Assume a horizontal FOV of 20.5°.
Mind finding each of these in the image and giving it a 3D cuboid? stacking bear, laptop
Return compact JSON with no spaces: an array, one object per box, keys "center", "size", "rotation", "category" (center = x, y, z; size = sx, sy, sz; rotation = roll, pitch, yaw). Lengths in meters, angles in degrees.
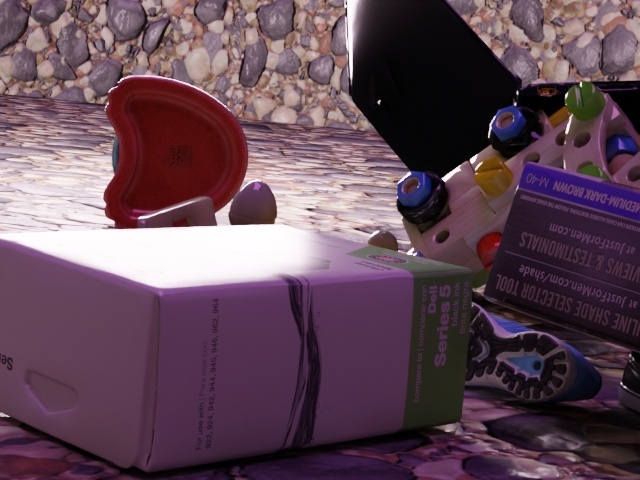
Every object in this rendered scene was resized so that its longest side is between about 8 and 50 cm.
[{"center":[-0.180,-0.098,2.110],"size":[0.164,0.175,0.289],"rotation":[2,1,-9],"category":"stacking bear"},{"center":[0.231,-0.144,1.748],"size":[0.408,0.236,0.382],"rotation":[-2,-26,1],"category":"laptop"}]

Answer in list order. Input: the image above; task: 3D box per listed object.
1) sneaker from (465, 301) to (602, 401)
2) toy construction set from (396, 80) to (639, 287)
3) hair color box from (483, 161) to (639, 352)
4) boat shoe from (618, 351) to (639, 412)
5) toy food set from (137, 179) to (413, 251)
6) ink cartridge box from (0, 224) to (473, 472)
[{"center":[0.148,0.094,1.344],"size":[0.073,0.063,0.162],"rotation":[21,1,-37],"category":"sneaker"},{"center":[0.164,-0.011,1.483],"size":[0.327,0.151,0.215],"rotation":[-24,42,3],"category":"toy construction set"},{"center":[0.295,0.045,1.256],"size":[0.185,0.110,0.339],"rotation":[19,3,43],"category":"hair color box"},{"center":[0.263,0.113,1.282],"size":[0.049,0.040,0.142],"rotation":[1,9,-26],"category":"boat shoe"},{"center":[0.000,0.000,1.720],"size":[0.306,0.092,0.220],"rotation":[7,8,13],"category":"toy food set"},{"center":[-0.064,0.061,1.172],"size":[0.273,0.115,0.198],"rotation":[-3,11,-43],"category":"ink cartridge box"}]
